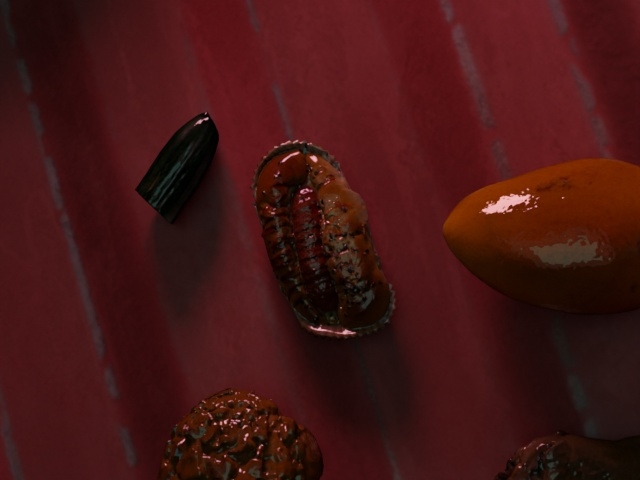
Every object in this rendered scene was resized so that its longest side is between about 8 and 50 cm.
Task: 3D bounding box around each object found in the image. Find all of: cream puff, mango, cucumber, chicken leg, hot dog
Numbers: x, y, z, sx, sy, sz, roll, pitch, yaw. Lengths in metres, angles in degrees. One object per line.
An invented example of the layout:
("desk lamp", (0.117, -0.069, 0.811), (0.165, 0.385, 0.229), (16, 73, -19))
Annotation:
("cream puff", (-0.070, 0.211, 1.324), (0.150, 0.115, 0.165), (-28, 80, 8))
("mango", (0.213, -0.007, 1.320), (0.217, 0.102, 0.141), (3, 77, 6))
("cucumber", (-0.125, -0.069, 1.407), (0.048, 0.048, 0.105), (32, 83, 11))
("chicken leg", (0.237, 0.196, 1.309), (0.198, 0.069, 0.085), (-16, 82, -1))
("hot dog", (0.000, 0.000, 1.375), (0.099, 0.053, 0.192), (-21, 82, 1))
